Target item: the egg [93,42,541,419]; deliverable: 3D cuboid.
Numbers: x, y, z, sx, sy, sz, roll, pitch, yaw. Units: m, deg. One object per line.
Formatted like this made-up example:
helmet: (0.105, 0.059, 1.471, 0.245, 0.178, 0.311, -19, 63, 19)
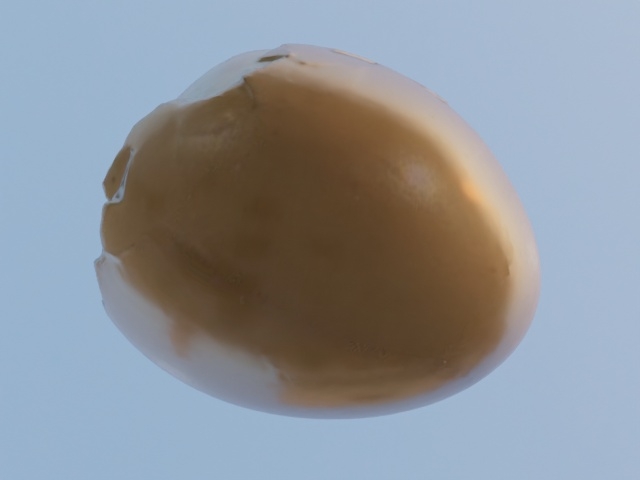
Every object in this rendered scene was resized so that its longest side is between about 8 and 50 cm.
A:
egg: (0.000, 0.000, 0.925, 0.244, 0.201, 0.201, 21, -98, 14)
